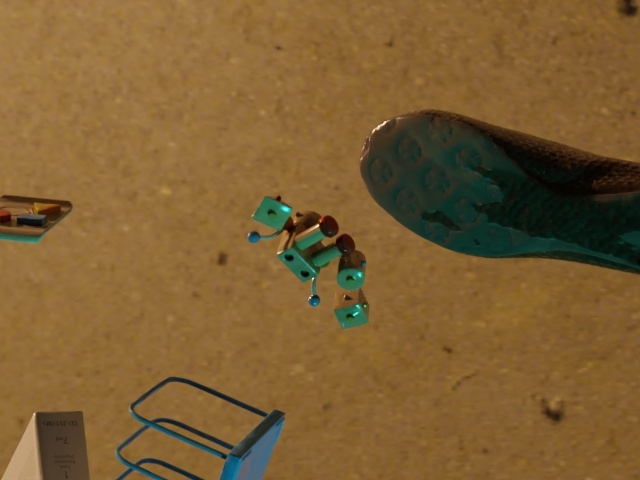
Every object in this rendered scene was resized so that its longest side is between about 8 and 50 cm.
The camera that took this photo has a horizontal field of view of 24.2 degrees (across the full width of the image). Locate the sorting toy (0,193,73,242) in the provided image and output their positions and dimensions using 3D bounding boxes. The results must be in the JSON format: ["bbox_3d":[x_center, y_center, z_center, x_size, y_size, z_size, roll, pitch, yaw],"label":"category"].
[{"bbox_3d":[-0.220,-0.019,1.030,0.083,0.062,0.012,6,115,11],"label":"sorting toy"}]

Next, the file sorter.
[{"bbox_3d":[-0.116,0.211,1.206,0.104,0.118,0.170,23,106,10],"label":"file sorter"}]

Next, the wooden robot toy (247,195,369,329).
[{"bbox_3d":[0.000,0.000,1.432,0.076,0.173,0.079,-30,29,26],"label":"wooden robot toy"}]

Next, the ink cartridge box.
[{"bbox_3d":[-0.303,0.349,1.602,0.275,0.060,0.239,124,141,-49],"label":"ink cartridge box"}]

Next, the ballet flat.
[{"bbox_3d":[0.141,-0.027,0.892,0.250,0.058,0.084,12,111,27],"label":"ballet flat"}]
